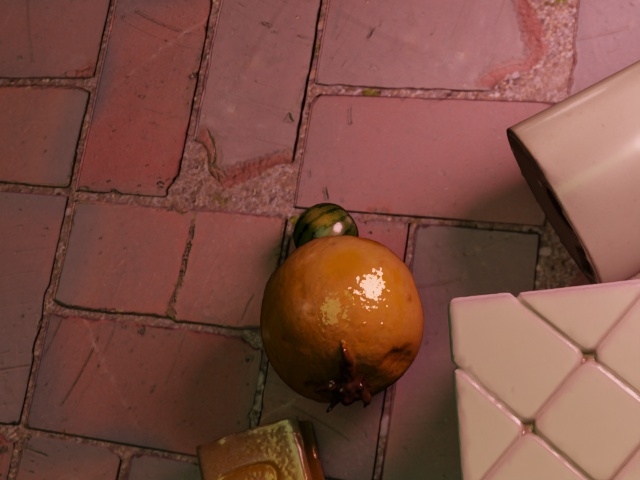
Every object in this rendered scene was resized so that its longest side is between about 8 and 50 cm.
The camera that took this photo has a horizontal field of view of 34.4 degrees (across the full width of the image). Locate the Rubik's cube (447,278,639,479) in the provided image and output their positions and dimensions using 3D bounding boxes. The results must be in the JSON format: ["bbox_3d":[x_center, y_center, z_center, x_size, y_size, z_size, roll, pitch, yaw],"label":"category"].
[{"bbox_3d":[0.343,0.233,1.245,0.319,0.316,0.322,-8,72,17],"label":"Rubik's cube"}]

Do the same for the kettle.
[{"bbox_3d":[0.492,-0.084,1.341,0.377,0.250,0.361,-31,89,6],"label":"kettle"}]

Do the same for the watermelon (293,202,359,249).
[{"bbox_3d":[0.005,-0.004,1.541,0.109,0.109,0.109,-5,74,17],"label":"watermelon"}]

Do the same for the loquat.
[{"bbox_3d":[0.029,0.116,1.427,0.244,0.244,0.244,-5,74,17],"label":"loquat"}]

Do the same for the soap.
[{"bbox_3d":[-0.066,0.403,1.460,0.173,0.089,0.274,-20,69,14],"label":"soap"}]
